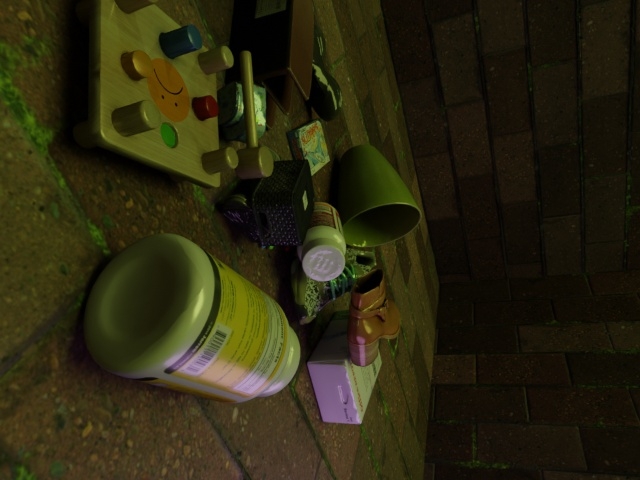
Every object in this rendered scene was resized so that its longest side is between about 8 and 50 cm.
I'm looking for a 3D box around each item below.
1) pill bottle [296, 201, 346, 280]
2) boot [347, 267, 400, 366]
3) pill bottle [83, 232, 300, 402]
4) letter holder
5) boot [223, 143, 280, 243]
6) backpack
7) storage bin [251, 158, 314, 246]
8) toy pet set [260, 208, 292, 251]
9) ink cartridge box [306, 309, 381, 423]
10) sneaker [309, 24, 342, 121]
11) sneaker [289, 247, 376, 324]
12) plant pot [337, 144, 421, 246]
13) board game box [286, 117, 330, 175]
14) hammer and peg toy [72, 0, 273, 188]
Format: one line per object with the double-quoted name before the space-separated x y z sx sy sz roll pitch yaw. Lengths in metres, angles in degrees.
"pill bottle" 0.000 0.000 1.143 0.221 0.121 0.121 -97 169 -61
"boot" 0.143 0.168 1.214 0.283 0.109 0.220 -35 129 -51
"pill bottle" -0.162 0.140 0.694 0.334 0.188 0.188 50 39 -55
"letter holder" -0.092 -0.447 1.090 0.214 0.152 0.302 43 45 -61
"boot" -0.136 -0.119 0.984 0.189 0.076 0.208 71 28 -64
"backpack" -0.164 -0.259 0.924 0.084 0.105 0.114 -2 86 -46
"storage bin" -0.071 -0.081 0.950 0.180 0.084 0.122 -74 160 -53
"toy pet set" -0.105 -0.041 1.090 0.114 0.065 0.122 -62 154 7
"ink cartridge box" 0.078 0.354 1.315 0.278 0.117 0.201 -48 128 -61
"sneaker" -0.027 -0.491 1.351 0.130 0.109 0.286 -36 108 -58
"sneaker" 0.046 0.092 1.227 0.410 0.182 0.158 -44 125 -62
"plant pot" 0.168 -0.169 1.552 0.275 0.275 0.293 44 29 -58
"board game box" -0.031 -0.273 1.338 0.201 0.035 0.136 -53 133 -60
"hammer and peg toy" -0.219 -0.226 0.742 0.361 0.127 0.266 17 66 -66
